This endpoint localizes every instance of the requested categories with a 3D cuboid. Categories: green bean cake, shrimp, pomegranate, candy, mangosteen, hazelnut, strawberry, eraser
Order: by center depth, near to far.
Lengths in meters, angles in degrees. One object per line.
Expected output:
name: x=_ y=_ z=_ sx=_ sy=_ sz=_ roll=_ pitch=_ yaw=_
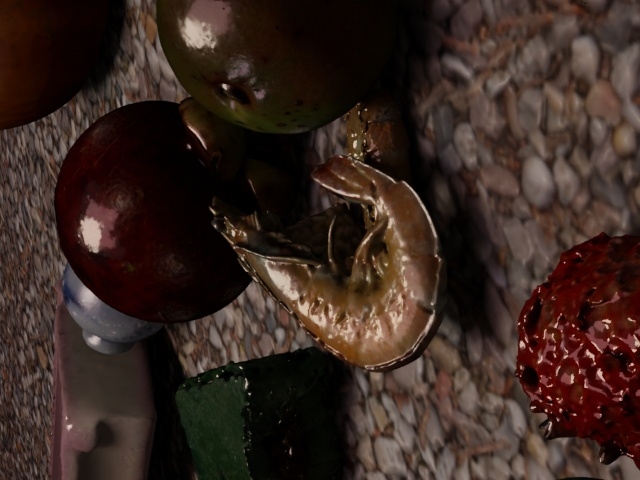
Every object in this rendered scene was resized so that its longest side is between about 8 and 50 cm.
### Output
strawberry: x=0.170 y=0.064 z=0.642 sx=0.192 sy=0.085 sz=0.140 roll=25 pitch=120 yaw=57
pomegranate: x=-0.025 y=-0.183 z=0.867 sx=0.180 sy=0.180 sz=0.210 roll=-52 pitch=15 yaw=57
shrimp: x=0.002 y=0.000 z=0.885 sx=0.251 sy=0.052 sz=0.144 roll=29 pitch=108 yaw=34
shrimp: x=0.049 y=-0.035 z=0.899 sx=0.091 sy=0.043 sz=0.184 roll=144 pitch=119 yaw=-69
candy: x=0.006 y=0.027 z=0.969 sx=0.110 sy=0.085 sz=0.095 roll=55 pitch=155 yaw=20
mangosteen: x=-0.122 y=-0.046 z=1.074 sx=0.257 sy=0.215 sz=0.215 roll=-38 pitch=62 yaw=30
green bean cake: x=-0.043 y=0.210 z=1.101 sx=0.193 sy=0.107 sz=0.208 roll=-22 pitch=81 yaw=60
hazelnut: x=-0.447 y=-0.323 z=1.469 sx=0.409 sy=0.359 sz=0.359 roll=-37 pitch=67 yaw=52
eraser: x=-0.300 y=0.259 z=1.562 sx=0.272 sy=0.122 sz=0.359 roll=-104 pitch=20 yaw=-46

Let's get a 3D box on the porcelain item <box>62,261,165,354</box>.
porcelain item: x=-0.227 y=0.018 z=1.374 sx=0.141 sy=0.141 sz=0.259 roll=53 pitch=135 yaw=41

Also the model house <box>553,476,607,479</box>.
model house: x=0.158 y=0.292 z=0.622 sx=0.303 sy=0.215 sz=0.237 roll=-133 pitch=39 yaw=-53
